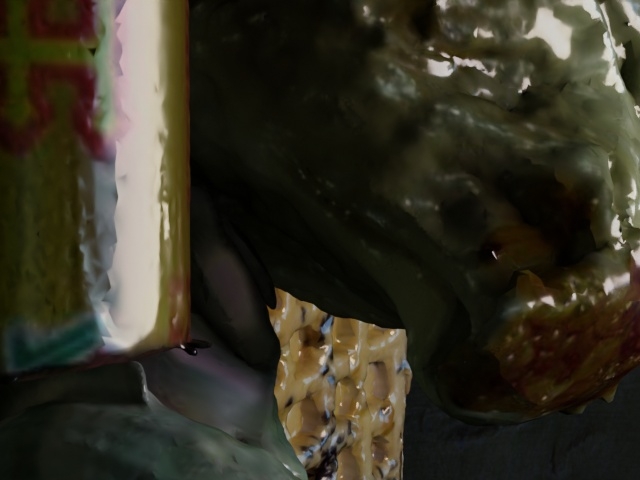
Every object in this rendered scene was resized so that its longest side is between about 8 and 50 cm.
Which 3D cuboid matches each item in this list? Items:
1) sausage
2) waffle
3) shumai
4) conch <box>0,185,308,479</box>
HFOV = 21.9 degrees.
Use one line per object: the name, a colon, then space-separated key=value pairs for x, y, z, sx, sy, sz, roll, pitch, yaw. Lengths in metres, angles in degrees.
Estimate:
sausage: x=-0.091 y=-0.111 z=0.479 sx=0.117 sy=0.125 sz=0.317 roll=4 pitch=-86 yaw=52
waffle: x=-0.028 y=0.095 z=1.277 sx=0.261 sy=0.114 sz=0.376 roll=-19 pitch=114 yaw=-60
shumai: x=0.024 y=-0.016 z=0.744 sx=0.225 sy=0.260 sz=0.222 roll=41 pitch=47 yaw=-41
conch: x=-0.074 y=0.103 z=0.651 sx=0.220 sy=0.195 sz=0.277 roll=55 pitch=45 yaw=-25
